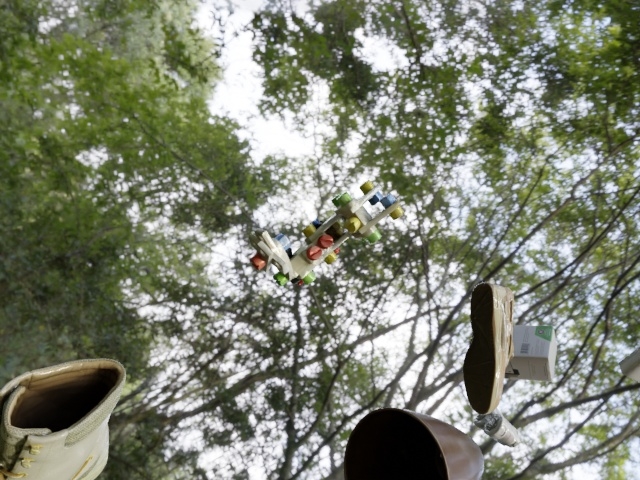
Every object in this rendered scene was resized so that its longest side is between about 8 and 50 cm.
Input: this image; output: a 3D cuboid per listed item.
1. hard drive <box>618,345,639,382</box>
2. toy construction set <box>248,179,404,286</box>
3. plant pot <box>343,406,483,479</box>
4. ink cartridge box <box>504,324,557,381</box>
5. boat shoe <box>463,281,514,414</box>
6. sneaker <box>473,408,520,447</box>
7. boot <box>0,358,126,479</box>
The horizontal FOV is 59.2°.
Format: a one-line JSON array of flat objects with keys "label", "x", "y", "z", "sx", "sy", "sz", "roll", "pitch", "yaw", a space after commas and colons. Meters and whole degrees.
[{"label": "hard drive", "x": 0.755, "y": 0.194, "z": 1.056, "sx": 0.203, "sy": 0.040, "sz": 0.307, "roll": 24, "pitch": -52, "yaw": -7}, {"label": "toy construction set", "x": 0.000, "y": 0.000, "z": 1.184, "sx": 0.151, "sy": 0.327, "sz": 0.215, "roll": 66, "pitch": -22, "yaw": -2}, {"label": "plant pot", "x": 0.197, "y": 0.413, "z": 1.035, "sx": 0.215, "sy": 0.230, "sz": 0.215, "roll": -12, "pitch": -107, "yaw": 40}, {"label": "ink cartridge box", "x": 0.585, "y": 0.335, "z": 1.701, "sx": 0.219, "sy": 0.160, "sz": 0.092, "roll": -4, "pitch": -64, "yaw": 30}, {"label": "boat shoe", "x": 0.461, "y": 0.285, "z": 1.485, "sx": 0.121, "sy": 0.110, "sz": 0.341, "roll": -10, "pitch": -109, "yaw": 63}, {"label": "sneaker", "x": 0.553, "y": 0.586, "z": 1.752, "sx": 0.115, "sy": 0.232, "sz": 0.090, "roll": 42, "pitch": -85, "yaw": 3}, {"label": "boot", "x": -0.261, "y": 0.187, "z": 0.452, "sx": 0.077, "sy": 0.213, "sz": 0.165, "roll": 45, "pitch": -48, "yaw": 18}]
